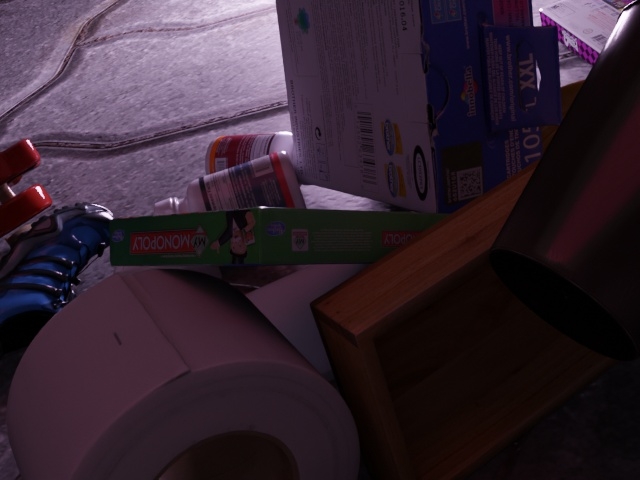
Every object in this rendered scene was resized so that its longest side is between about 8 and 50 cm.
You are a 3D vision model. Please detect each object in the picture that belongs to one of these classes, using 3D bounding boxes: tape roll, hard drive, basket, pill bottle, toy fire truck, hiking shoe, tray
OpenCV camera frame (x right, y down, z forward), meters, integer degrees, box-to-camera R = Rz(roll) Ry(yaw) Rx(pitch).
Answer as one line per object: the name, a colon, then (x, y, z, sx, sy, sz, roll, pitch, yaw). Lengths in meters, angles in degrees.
tape roll: (-0.113, 0.165, 0.768, 0.246, 0.246, 0.169, -28, 34, -16)
hard drive: (0.013, 0.089, 1.014, 0.307, 0.040, 0.203, -24, 32, -9)
basket: (0.242, -0.038, 0.696, 0.204, 0.154, 0.227, 32, 78, 33)
pill bottle: (-0.111, -0.037, 1.203, 0.180, 0.108, 0.108, -19, 32, 0)
toy fire truck: (-0.548, -0.053, 1.420, 0.302, 0.169, 0.254, -37, 10, -16)
pill bottle: (-0.075, -0.105, 1.311, 0.152, 0.086, 0.086, 0, 36, 25)
hiking shoe: (-0.351, 0.066, 1.196, 0.132, 0.113, 0.304, 37, 49, 14)
tray: (0.197, 0.040, 0.841, 0.411, 0.203, 0.076, -32, 34, -21)

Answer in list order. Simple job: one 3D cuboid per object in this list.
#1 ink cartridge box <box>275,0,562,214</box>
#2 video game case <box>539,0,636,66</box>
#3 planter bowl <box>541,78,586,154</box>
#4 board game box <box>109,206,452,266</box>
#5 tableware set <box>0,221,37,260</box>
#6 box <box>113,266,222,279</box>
ink cartridge box: (0.105, -0.181, 1.072, 0.151, 0.270, 0.395, -13, 15, -23)
video game case: (0.470, -0.330, 1.422, 0.210, 0.042, 0.232, -20, 32, -3)
planter bowl: (0.334, -0.103, 1.097, 0.217, 0.090, 0.217, -13, 33, 8)
board game box: (0.000, 0.000, 0.872, 0.317, 0.046, 0.213, 1, -1, -43)
tableware set: (-0.422, 0.024, 1.351, 0.168, 0.020, 0.141, 16, 43, 44)
box: (-0.176, 0.041, 1.122, 0.087, 0.101, 0.102, -11, 34, 11)
